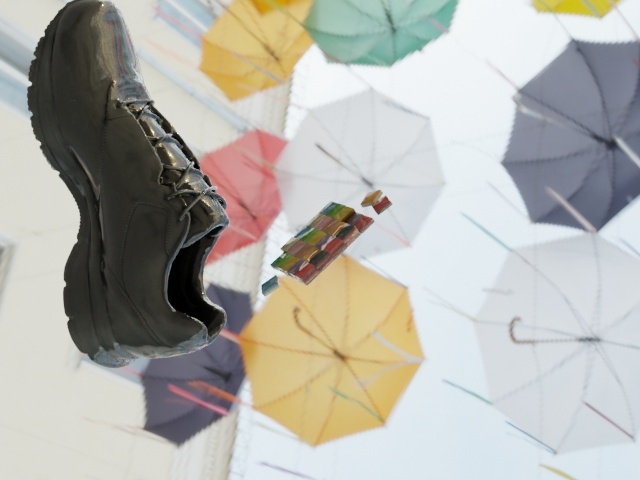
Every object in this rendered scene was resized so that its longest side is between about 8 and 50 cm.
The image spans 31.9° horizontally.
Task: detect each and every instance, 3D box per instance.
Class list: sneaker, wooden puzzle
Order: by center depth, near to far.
[{"bbox_3d":[0.000,0.000,0.592,0.083,0.006,0.049,-44,-157,-11],"label":"wooden puzzle"},{"bbox_3d":[-0.133,-0.045,0.853,0.130,0.109,0.286,-4,-79,31],"label":"sneaker"}]
